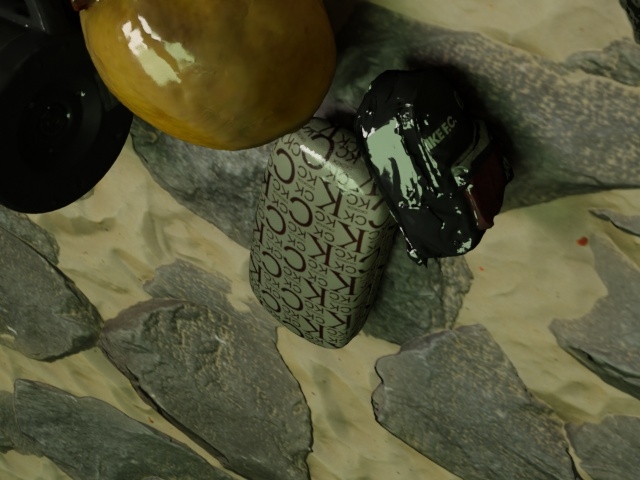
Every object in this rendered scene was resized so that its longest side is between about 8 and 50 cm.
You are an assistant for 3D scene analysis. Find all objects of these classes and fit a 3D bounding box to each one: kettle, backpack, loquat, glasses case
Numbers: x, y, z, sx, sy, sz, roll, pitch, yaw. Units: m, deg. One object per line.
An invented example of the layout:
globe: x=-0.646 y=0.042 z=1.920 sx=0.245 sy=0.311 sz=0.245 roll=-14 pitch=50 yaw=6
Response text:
kettle: x=-0.367 y=-0.185 z=1.785 sx=0.271 sy=0.207 sz=0.251 roll=30 pitch=158 yaw=36
backpack: x=0.100 y=-0.072 z=1.456 sx=0.106 sy=0.120 sz=0.165 roll=-8 pitch=128 yaw=28
loquat: x=-0.097 y=-0.185 z=1.455 sx=0.238 sy=0.193 sz=0.238 roll=31 pitch=174 yaw=4
glasses case: x=0.000 y=0.000 z=1.704 sx=0.137 sy=0.085 sz=0.354 roll=36 pitch=151 yaw=12
